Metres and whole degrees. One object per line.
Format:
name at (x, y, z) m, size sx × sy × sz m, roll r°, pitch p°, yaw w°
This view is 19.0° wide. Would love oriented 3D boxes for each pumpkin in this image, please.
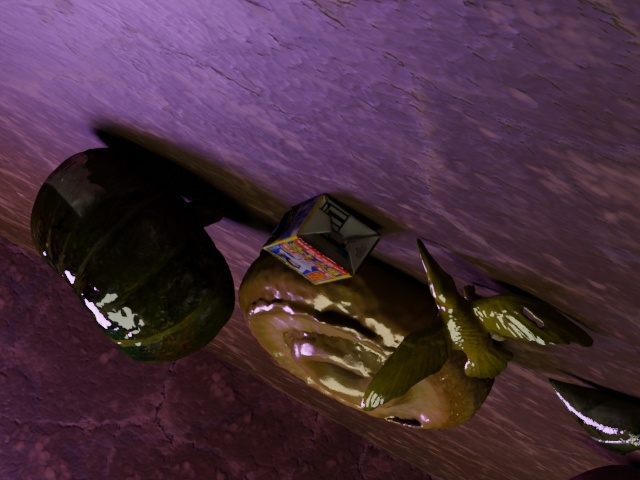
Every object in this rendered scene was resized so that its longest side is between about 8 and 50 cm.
pumpkin at (-0.189, 0.011, 2.098) m, size 0.260 × 0.189 × 0.260 m, roll 51°, pitch 177°, yaw 4°

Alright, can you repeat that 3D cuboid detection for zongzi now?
zongzi at (0.289, 0.170, 1.957) m, size 0.113 × 0.052 × 0.104 m, roll 41°, pitch 163°, yaw 1°

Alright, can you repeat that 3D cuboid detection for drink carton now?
drink carton at (0.000, 0.000, 1.837) m, size 0.071 × 0.056 × 0.165 m, roll 38°, pitch 169°, yaw -8°

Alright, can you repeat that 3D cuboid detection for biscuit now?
biscuit at (0.044, 0.111, 2.053) m, size 0.296 × 0.102 × 0.296 m, roll 26°, pitch 159°, yaw 11°

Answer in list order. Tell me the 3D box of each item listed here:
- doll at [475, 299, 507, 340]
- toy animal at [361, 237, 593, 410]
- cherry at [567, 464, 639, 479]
doll at (0.158, 0.078, 1.887) m, size 0.061 × 0.051 × 0.093 m, roll 26°, pitch -161°, yaw 11°
toy animal at (0.120, 0.068, 1.765) m, size 0.155 × 0.219 × 0.095 m, roll 65°, pitch -172°, yaw -1°
cherry at (0.396, 0.396, 2.335) m, size 0.307 × 0.221 × 0.261 m, roll 39°, pitch 166°, yaw 20°
